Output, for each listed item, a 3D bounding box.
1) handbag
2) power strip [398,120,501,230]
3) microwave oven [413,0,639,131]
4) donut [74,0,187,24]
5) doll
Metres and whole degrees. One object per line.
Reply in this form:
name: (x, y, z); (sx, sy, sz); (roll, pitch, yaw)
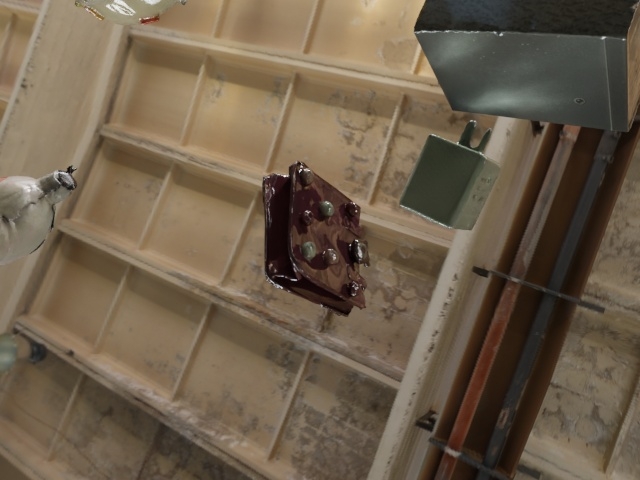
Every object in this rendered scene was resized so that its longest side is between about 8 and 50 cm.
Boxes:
handbag: (0.002, -0.001, 0.899); (0.074, 0.216, 0.203); (-21, -125, 33)
power strip: (0.288, -0.146, 1.187); (0.139, 0.140, 0.224); (30, -75, 30)
microwave oven: (0.389, -0.438, 0.907); (0.374, 0.236, 0.432); (16, -103, 35)
donut: (-0.296, -0.544, 1.030); (0.382, 0.142, 0.383); (-21, -134, 23)
doll: (-0.386, -0.019, 0.651); (0.095, 0.192, 0.149); (46, -57, 5)
